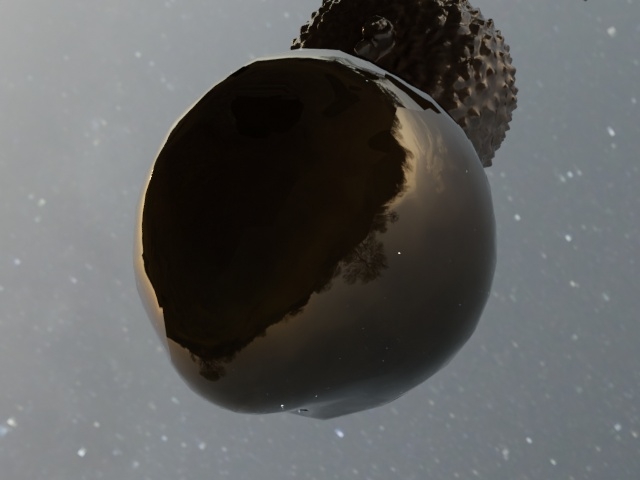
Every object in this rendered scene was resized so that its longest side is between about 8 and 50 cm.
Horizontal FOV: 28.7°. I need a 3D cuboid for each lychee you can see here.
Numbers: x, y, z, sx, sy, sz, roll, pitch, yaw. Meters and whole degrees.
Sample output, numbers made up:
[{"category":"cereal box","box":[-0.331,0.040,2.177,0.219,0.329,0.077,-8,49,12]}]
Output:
[{"category":"lychee","box":[0.116,-0.215,1.962,0.380,0.432,0.380,-4,-113,10]}]

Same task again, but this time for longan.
[{"category":"longan","box":[0.000,0.000,1.233,0.336,0.404,0.404,11,-117,28]}]
